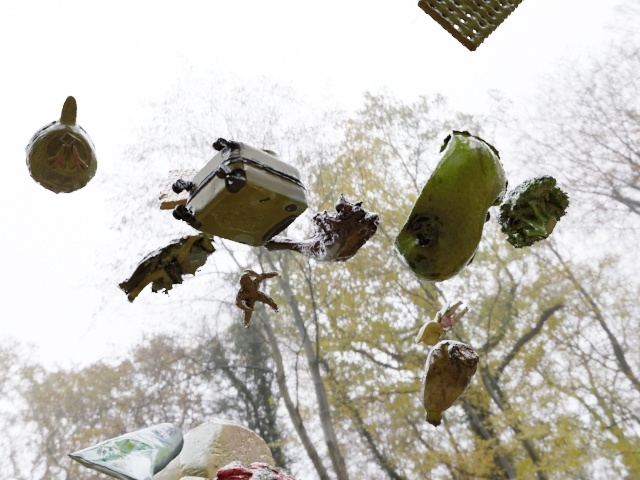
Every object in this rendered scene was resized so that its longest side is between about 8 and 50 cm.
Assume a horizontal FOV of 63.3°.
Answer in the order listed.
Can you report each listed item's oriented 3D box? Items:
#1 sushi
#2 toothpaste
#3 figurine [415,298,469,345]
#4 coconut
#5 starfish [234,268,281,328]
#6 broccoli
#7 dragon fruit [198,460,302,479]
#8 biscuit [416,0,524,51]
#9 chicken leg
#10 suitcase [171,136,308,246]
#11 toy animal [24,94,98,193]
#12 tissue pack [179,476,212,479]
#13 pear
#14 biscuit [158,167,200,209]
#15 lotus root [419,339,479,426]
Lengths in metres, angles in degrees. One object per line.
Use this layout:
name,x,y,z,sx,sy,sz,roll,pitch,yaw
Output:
sushi,-0.417,0.072,1.428,0.291,0.139,0.131,-41,-81,-28
toothpaste,-0.189,0.230,0.564,0.075,0.048,0.297,20,-17,0
figurine,0.365,0.251,1.573,0.187,0.083,0.083,-41,-59,6
coconut,-0.237,0.525,1.117,0.239,0.239,0.244,32,-57,-26
starfish,-0.195,0.180,1.609,0.147,0.074,0.189,17,-97,-40
broccoli,0.630,-0.082,1.552,0.198,0.176,0.226,11,-87,-19
dragon fruit,-0.085,0.337,0.583,0.160,0.166,0.172,-46,-27,17
biscuit,0.277,-0.435,0.921,0.139,0.231,0.016,42,-25,3
chicken leg,0.000,0.000,1.251,0.158,0.095,0.407,38,-29,-25
suitcase,-0.158,-0.100,1.066,0.235,0.143,0.194,19,-43,-40
toy animal,-0.370,-0.133,0.744,0.099,0.098,0.137,4,-94,-11
tissue pack,-0.184,0.453,0.764,0.127,0.178,0.123,18,-58,6
pear,0.251,-0.049,1.002,0.164,0.255,0.238,28,-46,9
biscuit,-0.318,-0.129,1.267,0.145,0.224,0.033,-8,-61,-9
lotus root,0.240,0.280,1.022,0.109,0.094,0.190,0,-58,-33
